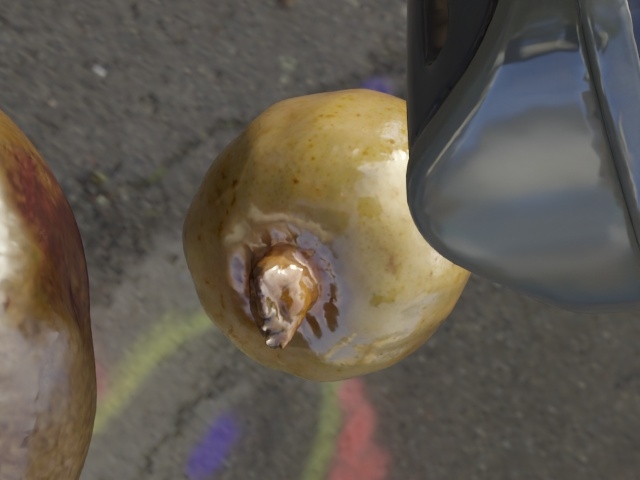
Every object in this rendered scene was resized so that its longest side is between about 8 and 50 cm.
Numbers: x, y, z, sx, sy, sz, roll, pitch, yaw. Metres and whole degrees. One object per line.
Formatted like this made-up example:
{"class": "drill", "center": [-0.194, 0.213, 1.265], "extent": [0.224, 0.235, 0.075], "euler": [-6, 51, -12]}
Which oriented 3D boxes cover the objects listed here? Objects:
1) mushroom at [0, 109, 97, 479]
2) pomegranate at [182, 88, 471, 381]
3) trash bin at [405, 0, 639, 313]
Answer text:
{"class": "mushroom", "center": [-0.196, 0.043, 0.700], "extent": [0.153, 0.253, 0.253], "euler": [21, 98, -48]}
{"class": "pomegranate", "center": [0.007, -0.007, 1.284], "extent": [0.207, 0.207, 0.207], "euler": [-17, 121, -30]}
{"class": "trash bin", "center": [0.169, -0.094, 0.618], "extent": [0.290, 0.209, 0.182], "euler": [-10, 136, 14]}
